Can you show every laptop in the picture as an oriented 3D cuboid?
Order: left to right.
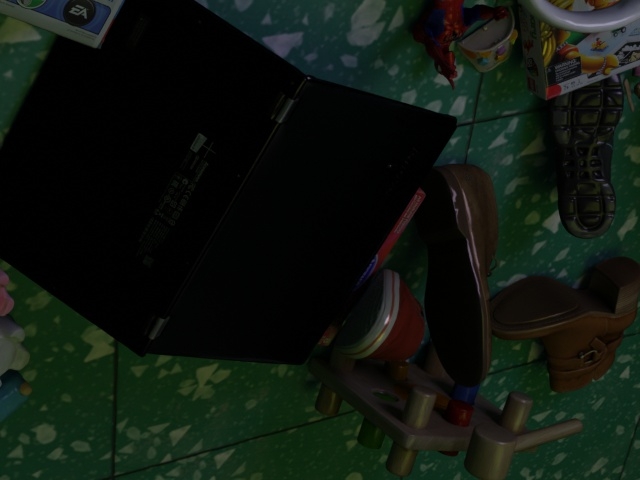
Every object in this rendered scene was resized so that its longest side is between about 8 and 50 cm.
[{"bbox_3d":[-0.125,-0.076,1.667,0.382,0.408,0.236,-58,175,20],"label":"laptop"}]

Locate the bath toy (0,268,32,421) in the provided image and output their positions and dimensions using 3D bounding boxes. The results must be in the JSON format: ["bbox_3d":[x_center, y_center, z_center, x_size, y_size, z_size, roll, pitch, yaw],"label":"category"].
[{"bbox_3d":[-0.428,0.071,1.629,0.151,0.129,0.348,-36,144,-36],"label":"bath toy"}]

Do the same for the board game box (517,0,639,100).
[{"bbox_3d":[0.398,-0.321,1.857,0.305,0.053,0.193,-22,121,-17],"label":"board game box"}]

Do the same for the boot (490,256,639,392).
[{"bbox_3d":[0.369,0.150,2.240,0.283,0.109,0.220,-22,139,-26],"label":"boot"}]

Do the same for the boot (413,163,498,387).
[{"bbox_3d":[0.207,0.045,1.954,0.115,0.112,0.305,-12,97,-42],"label":"boot"}]

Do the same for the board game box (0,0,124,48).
[{"bbox_3d":[-0.284,-0.372,1.366,0.308,0.086,0.302,17,114,-38],"label":"board game box"}]

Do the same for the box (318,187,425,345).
[{"bbox_3d":[0.000,0.000,1.836,0.128,0.122,0.257,9,120,-47],"label":"box"}]

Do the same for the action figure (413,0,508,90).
[{"bbox_3d":[0.169,-0.297,1.701,0.091,0.139,0.280,-18,136,-18],"label":"action figure"}]

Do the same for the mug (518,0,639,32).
[{"bbox_3d":[0.329,-0.411,1.595,0.328,0.276,0.374,-1,118,-23],"label":"mug"}]

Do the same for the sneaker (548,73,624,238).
[{"bbox_3d":[0.359,-0.140,1.989,0.101,0.106,0.267,1,109,1],"label":"sneaker"}]

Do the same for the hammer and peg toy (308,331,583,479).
[{"bbox_3d":[0.179,0.255,2.006,0.265,0.361,0.127,7,107,-38],"label":"hammer and peg toy"}]

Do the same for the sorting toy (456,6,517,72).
[{"bbox_3d":[0.224,-0.247,1.850,0.083,0.045,0.075,-35,156,-3],"label":"sorting toy"}]

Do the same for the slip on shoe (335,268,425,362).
[{"bbox_3d":[0.090,0.108,1.879,0.123,0.101,0.331,-55,176,2],"label":"slip on shoe"}]

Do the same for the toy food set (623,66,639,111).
[{"bbox_3d":[0.448,-0.236,1.965,0.122,0.019,0.078,-59,140,-32],"label":"toy food set"}]
